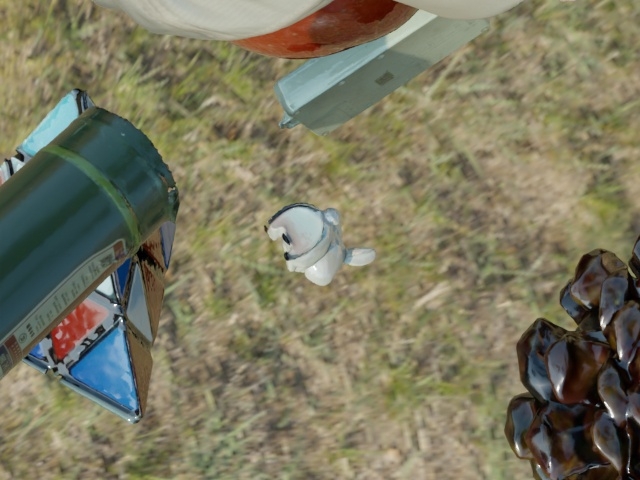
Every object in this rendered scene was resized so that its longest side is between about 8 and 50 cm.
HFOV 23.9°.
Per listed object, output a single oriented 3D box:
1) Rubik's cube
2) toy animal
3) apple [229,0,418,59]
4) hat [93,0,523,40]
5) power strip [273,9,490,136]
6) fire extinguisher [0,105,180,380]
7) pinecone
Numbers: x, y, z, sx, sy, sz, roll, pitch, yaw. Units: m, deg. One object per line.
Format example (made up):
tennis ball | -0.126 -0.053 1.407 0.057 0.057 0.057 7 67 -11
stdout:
Rubik's cube | -0.183 0.061 1.346 0.250 0.284 0.234 13 44 -55
toy animal | -0.005 0.005 1.633 0.085 0.124 0.071 -47 61 -5
apple | -0.011 -0.296 1.407 0.216 0.260 0.260 15 73 -47
hat | -0.011 -0.128 0.696 0.226 0.219 0.164 39 65 -37
power strip | 0.069 -0.206 1.698 0.270 0.118 0.046 -33 70 11
fire extinguisher | -0.213 0.045 0.921 0.093 0.118 0.294 48 64 -9
pinecone | 0.371 0.167 1.493 0.397 0.398 0.398 3 79 -17
